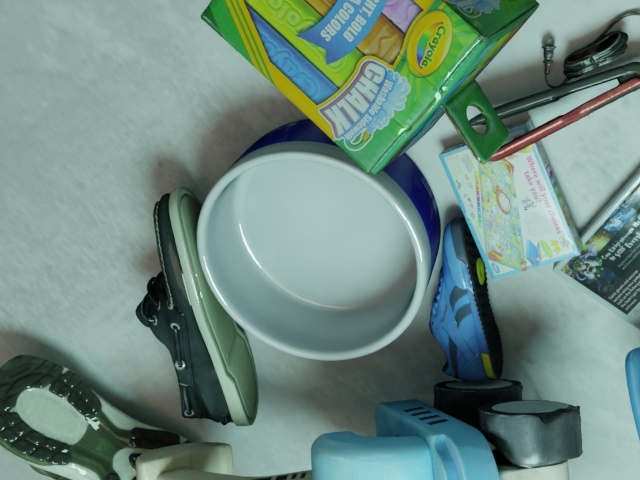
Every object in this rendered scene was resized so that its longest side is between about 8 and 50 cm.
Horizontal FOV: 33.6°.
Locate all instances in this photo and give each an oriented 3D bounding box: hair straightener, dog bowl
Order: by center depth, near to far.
[{"bbox_3d":[0.247,-0.162,1.046,0.230,0.047,0.089,-26,86,27],"label":"hair straightener"},{"bbox_3d":[0.000,0.000,1.205,0.265,0.104,0.265,8,120,14],"label":"dog bowl"}]

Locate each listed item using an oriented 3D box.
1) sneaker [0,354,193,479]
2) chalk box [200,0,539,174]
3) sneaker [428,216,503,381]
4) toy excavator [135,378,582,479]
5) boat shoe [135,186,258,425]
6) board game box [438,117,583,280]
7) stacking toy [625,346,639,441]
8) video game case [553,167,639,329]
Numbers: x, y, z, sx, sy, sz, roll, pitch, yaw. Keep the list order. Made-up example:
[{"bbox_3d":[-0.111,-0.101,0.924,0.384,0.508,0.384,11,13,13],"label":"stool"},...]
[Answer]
[{"bbox_3d":[-0.297,0.316,1.499,0.410,0.158,0.182,40,154,-8],"label":"sneaker"},{"bbox_3d":[0.073,-0.196,0.999,0.289,0.180,0.179,42,124,3],"label":"chalk box"},{"bbox_3d":[0.153,0.073,1.215,0.082,0.069,0.209,-2,118,24],"label":"sneaker"},{"bbox_3d":[0.025,0.285,1.210,0.445,0.433,0.222,-3,91,-14],"label":"toy excavator"},{"bbox_3d":[-0.167,0.092,1.302,0.113,0.127,0.340,-6,127,12],"label":"boat shoe"},{"bbox_3d":[0.205,-0.042,1.143,0.103,0.026,0.154,-18,102,27],"label":"board game box"},{"bbox_3d":[0.454,0.127,1.028,0.175,0.166,0.302,13,145,-22],"label":"stacking toy"},{"bbox_3d":[0.375,0.013,1.132,0.173,0.022,0.190,34,124,-2],"label":"video game case"}]
